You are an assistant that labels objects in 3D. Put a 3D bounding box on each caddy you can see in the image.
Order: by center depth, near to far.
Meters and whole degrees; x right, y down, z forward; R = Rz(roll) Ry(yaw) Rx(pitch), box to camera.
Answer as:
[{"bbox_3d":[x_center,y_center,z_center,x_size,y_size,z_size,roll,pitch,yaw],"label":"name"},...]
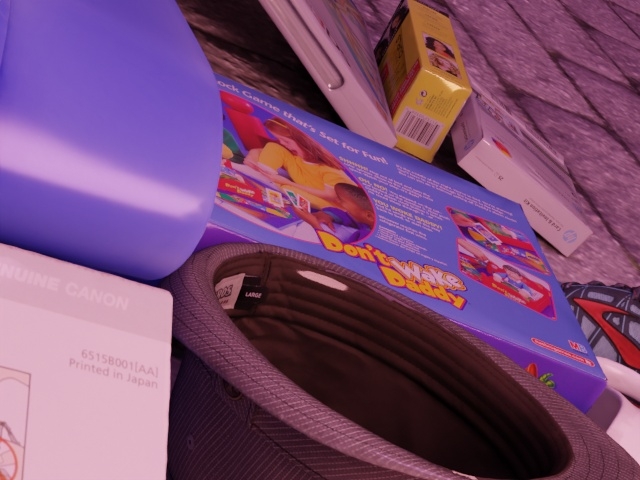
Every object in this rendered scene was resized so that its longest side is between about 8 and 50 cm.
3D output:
[{"bbox_3d":[-0.193,-0.056,0.775,0.179,0.241,0.341,22,23,-32],"label":"caddy"}]

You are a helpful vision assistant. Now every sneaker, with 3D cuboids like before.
[{"bbox_3d":[0.237,0.072,1.197,0.262,0.125,0.104,41,20,23],"label":"sneaker"}]

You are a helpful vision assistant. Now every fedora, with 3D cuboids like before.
[{"bbox_3d":[0.018,0.112,0.832,0.275,0.124,0.244,34,18,31],"label":"fedora"}]

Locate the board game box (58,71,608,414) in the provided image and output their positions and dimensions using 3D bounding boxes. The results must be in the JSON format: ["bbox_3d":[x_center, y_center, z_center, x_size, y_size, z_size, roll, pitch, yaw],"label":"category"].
[{"bbox_3d":[0.000,0.000,1.061,0.347,0.078,0.233,22,25,-20],"label":"board game box"}]

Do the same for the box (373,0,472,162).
[{"bbox_3d":[0.096,-0.165,1.584,0.058,0.087,0.232,24,24,-13],"label":"box"}]

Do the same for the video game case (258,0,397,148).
[{"bbox_3d":[-0.032,-0.260,1.509,0.300,0.036,0.329,54,12,-25],"label":"video game case"}]

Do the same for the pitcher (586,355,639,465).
[{"bbox_3d":[0.262,0.153,1.061,0.207,0.125,0.177,18,31,-6],"label":"pitcher"}]

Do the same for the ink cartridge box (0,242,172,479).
[{"bbox_3d":[-0.183,0.100,0.556,0.275,0.060,0.239,18,52,-29],"label":"ink cartridge box"}]

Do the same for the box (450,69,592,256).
[{"bbox_3d":[0.186,-0.077,1.532,0.145,0.038,0.186,39,18,-18],"label":"box"}]
